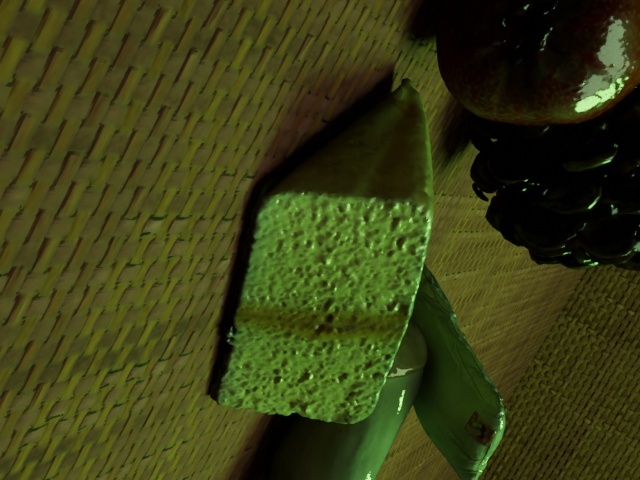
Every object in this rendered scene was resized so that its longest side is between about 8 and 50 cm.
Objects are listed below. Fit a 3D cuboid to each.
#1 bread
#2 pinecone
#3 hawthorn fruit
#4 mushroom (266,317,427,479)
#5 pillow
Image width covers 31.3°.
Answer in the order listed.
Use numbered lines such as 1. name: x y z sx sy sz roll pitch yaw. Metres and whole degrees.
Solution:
1. bread: 0.000 0.000 0.879 0.178 0.135 0.240 -89 -170 -46
2. pinecone: 0.250 -0.095 1.090 0.257 0.243 0.243 32 89 -43
3. hawthorn fruit: 0.174 -0.165 0.868 0.169 0.169 0.188 -64 165 20
4. mushroom: 0.030 0.195 1.090 0.122 0.159 0.329 -16 134 -38
5. pillow: 0.109 0.113 1.083 0.050 0.229 0.128 -10 139 -21
